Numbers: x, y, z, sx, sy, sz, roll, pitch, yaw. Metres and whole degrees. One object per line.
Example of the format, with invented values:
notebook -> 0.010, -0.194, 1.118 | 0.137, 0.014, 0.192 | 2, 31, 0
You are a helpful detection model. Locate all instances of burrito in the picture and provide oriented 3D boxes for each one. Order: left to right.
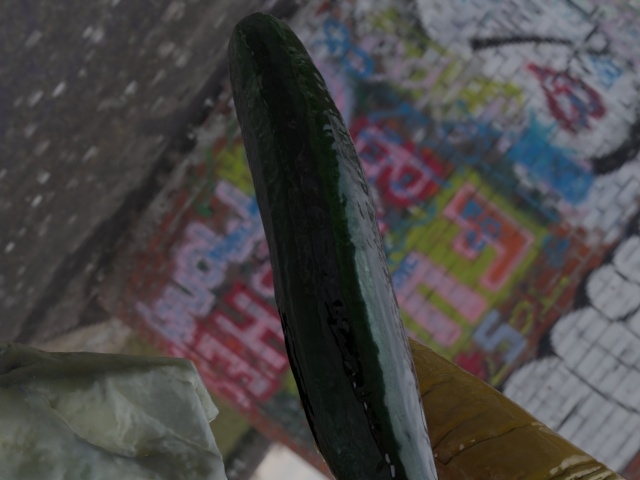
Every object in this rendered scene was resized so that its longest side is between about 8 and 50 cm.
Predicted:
burrito -> -0.236, 0.159, 1.030 | 0.190, 0.331, 0.135 | -105, -158, -58

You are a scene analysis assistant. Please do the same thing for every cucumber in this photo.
cucumber -> 0.000, 0.000, 0.528 | 0.056, 0.056, 0.284 | -51, -137, 39

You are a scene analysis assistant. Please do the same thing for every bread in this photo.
bread -> 0.106, 0.174, 0.886 | 0.119, 0.288, 0.153 | -36, 132, -20
